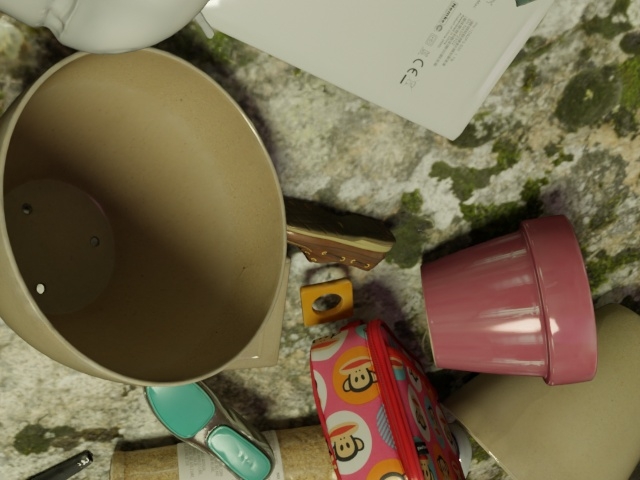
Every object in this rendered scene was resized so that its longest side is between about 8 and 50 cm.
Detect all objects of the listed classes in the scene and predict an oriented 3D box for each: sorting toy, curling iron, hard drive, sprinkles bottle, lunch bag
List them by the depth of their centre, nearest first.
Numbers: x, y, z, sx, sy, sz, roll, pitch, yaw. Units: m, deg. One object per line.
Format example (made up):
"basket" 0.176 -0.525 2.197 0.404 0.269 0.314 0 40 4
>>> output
"hard drive" 0.062 -0.235 0.677 0.307 0.040 0.203 19 118 -28
"sorting toy" -0.132 0.084 0.859 0.347 0.047 0.196 -2 131 -15
"lunch bag" 0.083 0.221 0.896 0.120 0.258 0.293 -22 152 11
"curling iron" -0.434 0.352 0.976 0.274 0.035 0.068 -23 129 1
"sprinkles bottle" -0.104 0.326 1.000 0.355 0.121 0.121 -5 127 -13

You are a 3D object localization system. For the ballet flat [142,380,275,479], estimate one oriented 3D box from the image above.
"ballet flat" -0.142 0.224 0.903 0.072 0.068 0.213 -43 108 -2

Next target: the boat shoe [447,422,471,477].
"boat shoe" 0.096 0.382 1.107 0.105 0.113 0.306 18 129 -44

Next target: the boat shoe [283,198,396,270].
"boat shoe" 0.000 0.000 0.821 0.177 0.064 0.060 13 120 -27

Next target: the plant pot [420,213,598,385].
"plant pot" 0.219 0.080 0.877 0.180 0.201 0.201 -8 129 9

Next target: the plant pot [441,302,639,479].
"plant pot" 0.356 0.227 1.006 0.274 0.256 0.256 -43 128 -3

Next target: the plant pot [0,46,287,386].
"plant pot" -0.195 -0.010 0.656 0.190 0.284 0.284 -11 140 40

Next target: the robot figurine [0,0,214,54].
"robot figurine" -0.197 -0.256 0.469 0.353 0.300 0.200 27 71 -25

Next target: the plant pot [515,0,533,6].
"plant pot" 0.256 -0.328 0.537 0.293 0.293 0.196 -23 102 1
